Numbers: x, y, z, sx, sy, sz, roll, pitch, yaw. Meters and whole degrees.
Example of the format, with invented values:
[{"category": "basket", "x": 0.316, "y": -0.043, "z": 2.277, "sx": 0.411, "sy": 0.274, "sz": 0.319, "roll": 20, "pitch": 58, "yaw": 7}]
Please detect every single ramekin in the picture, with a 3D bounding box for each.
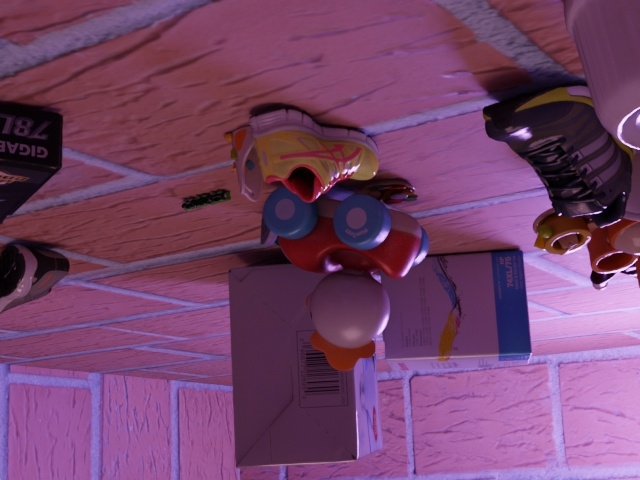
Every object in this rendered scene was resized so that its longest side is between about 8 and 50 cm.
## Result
[{"category": "ramekin", "x": 0.351, "y": -0.164, "z": 0.881, "sx": 0.273, "sy": 0.127, "sz": 0.273, "roll": -3, "pitch": 167, "yaw": -1}]

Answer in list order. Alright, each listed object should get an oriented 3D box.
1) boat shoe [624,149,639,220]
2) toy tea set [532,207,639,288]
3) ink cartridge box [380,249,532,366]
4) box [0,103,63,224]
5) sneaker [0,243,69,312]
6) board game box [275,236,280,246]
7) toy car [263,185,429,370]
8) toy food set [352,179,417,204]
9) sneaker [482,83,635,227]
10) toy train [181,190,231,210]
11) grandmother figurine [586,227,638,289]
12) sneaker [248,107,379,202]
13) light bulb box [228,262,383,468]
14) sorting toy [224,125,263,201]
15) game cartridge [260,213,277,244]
[{"category": "boat shoe", "x": 0.506, "y": -0.085, "z": 1.270, "sx": 0.319, "sy": 0.116, "sz": 0.099, "roll": -20, "pitch": 155, "yaw": 38}, {"category": "toy tea set", "x": 0.478, "y": 0.018, "z": 1.531, "sx": 0.336, "sy": 0.124, "sz": 0.200, "roll": 17, "pitch": 140, "yaw": -38}, {"category": "ink cartridge box", "x": 0.257, "y": 0.140, "z": 1.993, "sx": 0.270, "sy": 0.197, "sz": 0.198, "roll": -4, "pitch": 167, "yaw": 8}, {"category": "box", "x": -0.475, "y": -0.091, "z": 1.183, "sx": 0.296, "sy": 0.073, "sz": 0.293, "roll": 6, "pitch": 163, "yaw": -29}, {"category": "sneaker", "x": -0.525, "y": 0.075, "z": 1.819, "sx": 0.108, "sy": 0.100, "sz": 0.271, "roll": 1, "pitch": 167, "yaw": -36}, {"category": "board game box", "x": 0.000, "y": 0.000, "z": 1.732, "sx": 0.126, "sy": 0.026, "sz": 0.186, "roll": -6, "pitch": 166, "yaw": 14}, {"category": "toy car", "x": 0.026, "y": 0.063, "z": 1.482, "sx": 0.210, "sy": 0.238, "sz": 0.219, "roll": 8, "pitch": 173, "yaw": 23}, {"category": "toy food set", "x": 0.094, "y": -0.067, "z": 1.476, "sx": 0.083, "sy": 0.020, "sz": 0.083, "roll": -14, "pitch": 162, "yaw": 41}, {"category": "sneaker", "x": 0.285, "y": -0.093, "z": 1.180, "sx": 0.111, "sy": 0.121, "sz": 0.300, "roll": -14, "pitch": 162, "yaw": 39}, {"category": "toy train", "x": -0.163, "y": -0.057, "z": 1.490, "sx": 0.083, "sy": 0.017, "sz": 0.024, "roll": -12, "pitch": 174, "yaw": 35}, {"category": "grandmother figurine", "x": 0.556, "y": 0.027, "z": 1.805, "sx": 0.208, "sy": 0.104, "sz": 0.342, "roll": -40, "pitch": 146, "yaw": 23}, {"category": "sneaker", "x": -0.006, "y": -0.086, "z": 1.222, "sx": 0.081, "sy": 0.094, "sz": 0.208, "roll": -16, "pitch": 163, "yaw": 40}, {"category": "light bulb box", "x": -0.019, "y": 0.235, "z": 1.967, "sx": 0.225, "sy": 0.357, "sz": 0.361, "roll": -4, "pitch": 172, "yaw": 10}, {"category": "sorting toy", "x": -0.086, "y": -0.087, "z": 1.244, "sx": 0.045, "sy": 0.075, "sz": 0.083, "roll": -6, "pitch": 166, "yaw": 15}, {"category": "game cartridge", "x": -0.076, "y": -0.022, "z": 1.562, "sx": 0.017, "sy": 0.056, "sz": 0.083, "roll": 9, "pitch": 165, "yaw": -12}]
